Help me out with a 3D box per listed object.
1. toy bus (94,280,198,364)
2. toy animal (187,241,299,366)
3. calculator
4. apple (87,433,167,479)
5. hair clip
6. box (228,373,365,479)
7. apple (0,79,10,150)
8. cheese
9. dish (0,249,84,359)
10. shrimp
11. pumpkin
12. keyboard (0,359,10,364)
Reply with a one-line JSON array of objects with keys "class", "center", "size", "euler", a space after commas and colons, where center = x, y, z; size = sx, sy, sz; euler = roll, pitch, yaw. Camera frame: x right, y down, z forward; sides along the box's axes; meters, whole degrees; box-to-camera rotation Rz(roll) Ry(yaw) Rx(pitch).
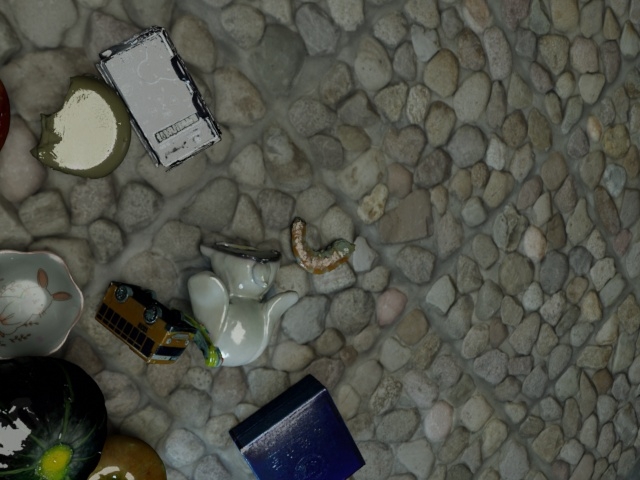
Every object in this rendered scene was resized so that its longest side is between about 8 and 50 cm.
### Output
[{"class": "toy bus", "center": [-0.369, 0.176, 1.244], "size": [0.114, 0.200, 0.098], "euler": [-62, 153, 1]}, {"class": "toy animal", "center": [-0.173, 0.140, 1.356], "size": [0.248, 0.174, 0.290], "euler": [-13, 105, -23]}, {"class": "calculator", "center": [-0.339, -0.299, 1.260], "size": [0.165, 0.028, 0.274], "euler": [-35, 114, -16]}, {"class": "apple", "center": [-0.456, 0.541, 1.299], "size": [0.236, 0.207, 0.237], "euler": [4, 76, -16]}, {"class": "hair clip", "center": [-0.265, 0.208, 1.270], "size": [0.033, 0.188, 0.060], "euler": [-21, 140, -42]}, {"class": "box", "center": [-0.054, 0.542, 1.541], "size": [0.261, 0.116, 0.279], "euler": [-32, 111, -16]}, {"class": "apple", "center": [-0.675, -0.225, 1.014], "size": [0.251, 0.206, 0.272], "euler": [-19, 112, -33]}, {"class": "cheese", "center": [-0.466, -0.228, 1.178], "size": [0.175, 0.091, 0.203], "euler": [14, 93, -28]}, {"class": "dish", "center": [-0.601, 0.127, 1.186], "size": [0.229, 0.081, 0.230], "euler": [2, 85, -31]}, {"class": "shrimp", "center": [0.000, 0.000, 1.491], "size": [0.161, 0.049, 0.166], "euler": [-28, 104, -17]}, {"class": "pumpkin", "center": [-0.574, 0.351, 1.130], "size": [0.295, 0.295, 0.296], "euler": [-6, 104, -25]}, {"class": "keyboard", "center": [-0.699, 0.329, 1.218], "size": [0.103, 0.041, 0.382], "euler": [9, 90, -27]}]
